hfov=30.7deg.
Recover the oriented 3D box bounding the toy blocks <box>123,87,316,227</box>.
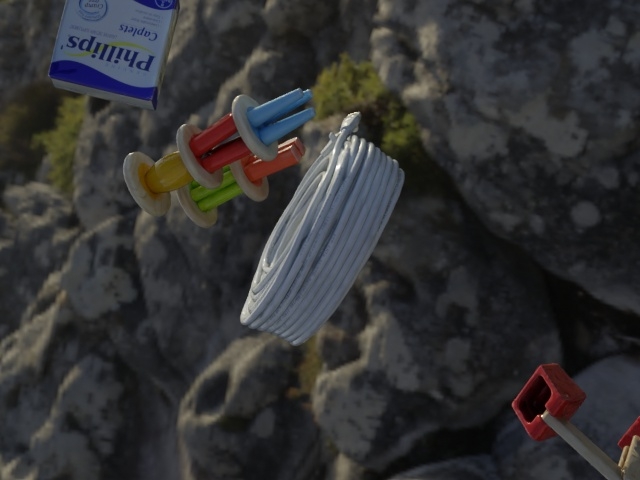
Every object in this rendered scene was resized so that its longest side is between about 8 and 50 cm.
[{"bbox_3d":[-0.054,-0.066,0.875,0.148,0.123,0.054,-25,74,22],"label":"toy blocks"}]

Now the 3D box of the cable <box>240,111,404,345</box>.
[{"bbox_3d":[0.000,0.000,1.364,0.257,0.089,0.257,-56,10,26],"label":"cable"}]

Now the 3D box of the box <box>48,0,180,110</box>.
[{"bbox_3d":[-0.243,-0.237,1.386,0.072,0.126,0.137,160,123,-83],"label":"box"}]

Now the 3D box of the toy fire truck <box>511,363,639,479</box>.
[{"bbox_3d":[0.255,0.179,0.921,0.192,0.135,0.047,52,122,38],"label":"toy fire truck"}]
